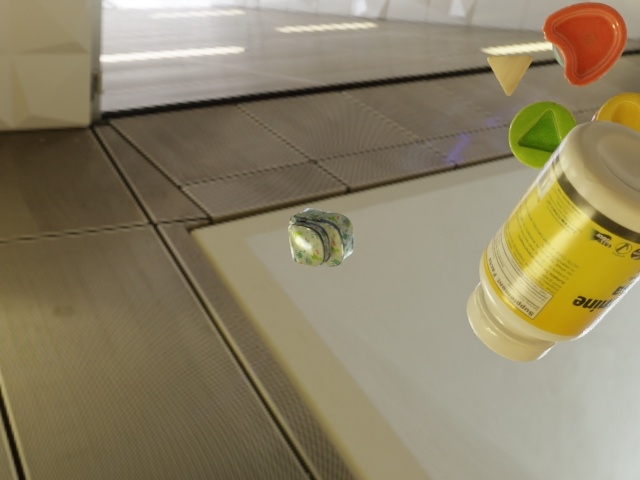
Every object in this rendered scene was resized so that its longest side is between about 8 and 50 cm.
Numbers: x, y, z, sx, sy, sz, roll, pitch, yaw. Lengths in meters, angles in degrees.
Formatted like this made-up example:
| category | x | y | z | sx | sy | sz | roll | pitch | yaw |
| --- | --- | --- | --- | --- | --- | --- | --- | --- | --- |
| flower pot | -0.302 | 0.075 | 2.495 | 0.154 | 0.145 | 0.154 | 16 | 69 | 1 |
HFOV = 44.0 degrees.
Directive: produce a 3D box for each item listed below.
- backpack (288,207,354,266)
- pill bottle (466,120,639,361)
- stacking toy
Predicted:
| category | x | y | z | sx | sy | sz | roll | pitch | yaw |
| --- | --- | --- | --- | --- | --- | --- | --- | --- | --- |
| backpack | 0.000 | 0.000 | 1.483 | 0.114 | 0.105 | 0.084 | 7 | -152 | 29 |
| pill bottle | 0.338 | 0.017 | 1.086 | 0.187 | 0.334 | 0.188 | 13 | -135 | -13 |
| stacking toy | 0.490 | -0.294 | 1.570 | 0.279 | 0.309 | 0.130 | -18 | -173 | 13 |
